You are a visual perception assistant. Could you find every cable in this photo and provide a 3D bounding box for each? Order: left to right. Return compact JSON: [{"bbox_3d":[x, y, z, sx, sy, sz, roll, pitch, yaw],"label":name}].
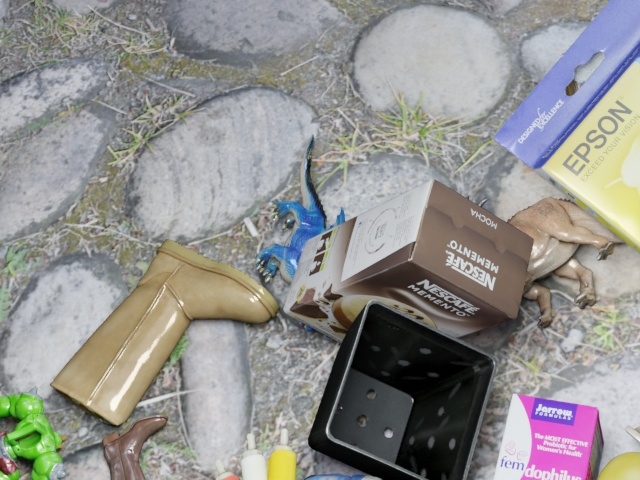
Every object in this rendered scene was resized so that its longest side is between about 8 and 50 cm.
[{"bbox_3d":[-0.067,0.366,1.604,0.139,0.072,0.287,-28,46,12],"label":"cable"}]

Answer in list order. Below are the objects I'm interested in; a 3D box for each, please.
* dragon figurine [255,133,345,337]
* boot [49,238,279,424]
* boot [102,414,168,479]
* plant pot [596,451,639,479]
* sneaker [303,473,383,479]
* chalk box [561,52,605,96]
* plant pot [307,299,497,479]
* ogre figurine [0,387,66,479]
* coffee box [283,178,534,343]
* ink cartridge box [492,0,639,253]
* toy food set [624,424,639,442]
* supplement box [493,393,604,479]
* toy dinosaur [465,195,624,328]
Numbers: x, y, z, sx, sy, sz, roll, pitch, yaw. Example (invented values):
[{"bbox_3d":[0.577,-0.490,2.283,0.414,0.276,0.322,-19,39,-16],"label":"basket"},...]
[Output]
[{"bbox_3d":[0.000,0.000,1.921,0.144,0.085,0.289,11,68,18],"label":"dragon figurine"},{"bbox_3d":[-0.215,0.149,1.896,0.236,0.089,0.269,21,67,36],"label":"boot"},{"bbox_3d":[-0.242,0.304,1.833,0.106,0.037,0.114,-29,53,12],"label":"boot"},{"bbox_3d":[0.381,0.312,1.624,0.134,0.134,0.095,-9,34,9],"label":"plant pot"},{"bbox_3d":[-0.029,0.437,1.665,0.147,0.130,0.330,7,58,35],"label":"sneaker"},{"bbox_3d":[0.463,-0.210,1.902,0.213,0.132,0.132,-16,56,4],"label":"chalk box"},{"bbox_3d":[0.085,0.214,1.702,0.187,0.167,0.188,25,63,-12],"label":"plant pot"},{"bbox_3d":[-0.416,0.290,1.854,0.118,0.097,0.197,-30,45,10],"label":"ogre figurine"},{"bbox_3d":[0.107,0.047,1.718,0.297,0.168,0.119,-27,39,55],"label":"coffee box"},{"bbox_3d":[0.439,-0.160,1.777,0.307,0.072,0.304,40,87,11],"label":"ink cartridge box"},{"bbox_3d":[0.556,0.200,1.653,0.306,0.092,0.219,-42,59,-11],"label":"toy food set"},{"bbox_3d":[0.271,0.314,1.650,0.111,0.114,0.220,7,60,19],"label":"supplement box"},{"bbox_3d":[0.278,0.002,1.833,0.295,0.127,0.200,-25,50,-7],"label":"toy dinosaur"}]
